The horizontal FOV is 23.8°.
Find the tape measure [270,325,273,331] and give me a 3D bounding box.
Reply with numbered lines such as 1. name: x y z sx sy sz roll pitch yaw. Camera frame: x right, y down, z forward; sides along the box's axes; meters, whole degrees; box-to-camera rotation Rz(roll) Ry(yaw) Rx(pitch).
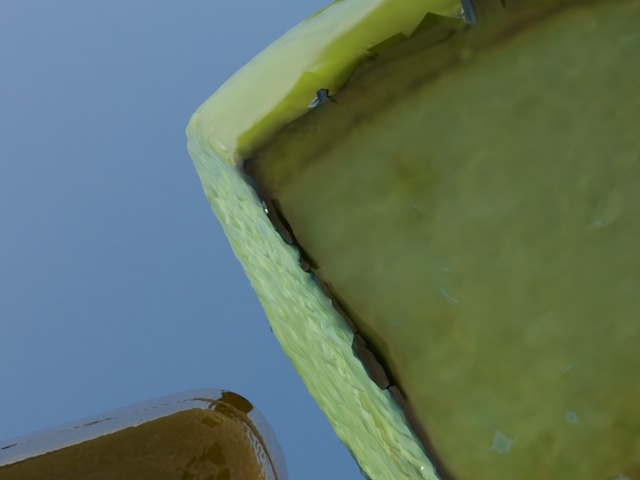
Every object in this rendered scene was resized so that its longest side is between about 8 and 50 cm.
1. tape measure: 0.000 0.000 1.337 0.125 0.146 0.081 -29 -150 -35

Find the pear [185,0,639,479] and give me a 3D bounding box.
1. pear: 0.088 0.040 0.449 0.292 0.159 0.292 54 171 13

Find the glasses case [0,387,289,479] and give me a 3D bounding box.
1. glasses case: -0.202 0.229 1.069 0.141 0.371 0.173 -43 -64 -78
